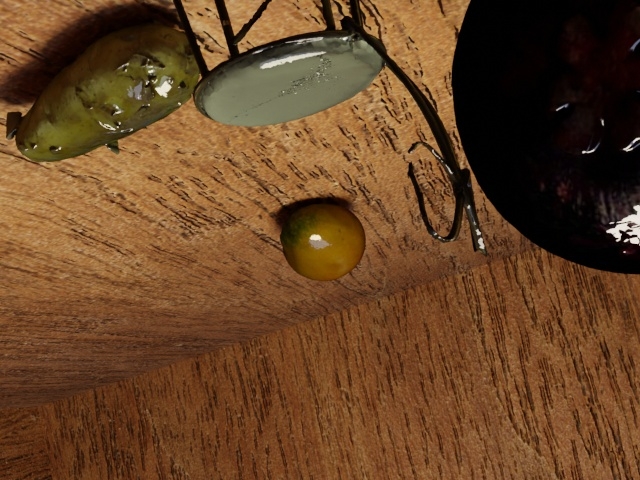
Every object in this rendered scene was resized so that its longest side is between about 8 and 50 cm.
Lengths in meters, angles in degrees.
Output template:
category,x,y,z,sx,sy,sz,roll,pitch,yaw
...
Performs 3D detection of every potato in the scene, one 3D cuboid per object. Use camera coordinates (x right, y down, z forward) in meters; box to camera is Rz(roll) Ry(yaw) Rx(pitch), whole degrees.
category,x,y,z,sx,sy,sz,roll,pitch,yaw
potato,-0.209,-0.137,0.907,0.226,0.090,0.117,-24,165,29

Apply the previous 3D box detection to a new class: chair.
category,x,y,z,sx,sy,sz,roll,pitch,yaw
chair,-0.011,-0.122,0.681,0.170,0.325,0.160,-20,167,14

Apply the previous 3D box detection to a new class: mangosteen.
category,x,y,z,sx,sy,sz,roll,pitch,yaw
mangosteen,0.330,-0.161,0.882,0.382,0.382,0.435,-25,177,35

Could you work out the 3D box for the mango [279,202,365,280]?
category,x,y,z,sx,sy,sz,roll,pitch,yaw
mango,0.006,-0.001,1.673,0.152,0.120,0.221,-14,160,-2
